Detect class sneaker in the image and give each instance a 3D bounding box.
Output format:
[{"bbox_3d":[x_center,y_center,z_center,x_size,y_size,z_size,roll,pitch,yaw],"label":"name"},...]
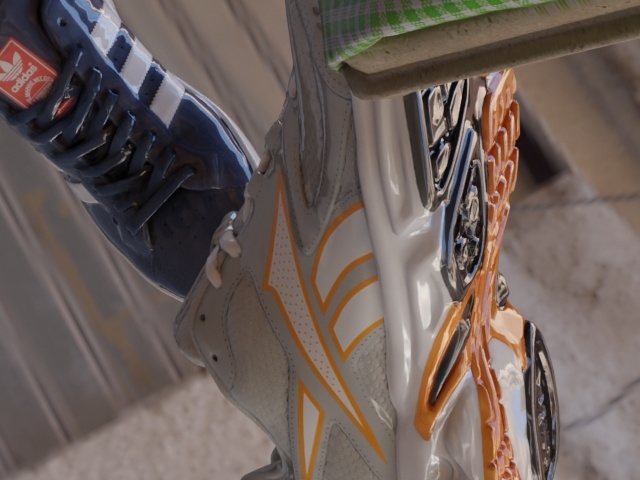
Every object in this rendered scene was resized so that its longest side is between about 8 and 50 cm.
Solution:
[{"bbox_3d":[-0.169,-0.094,1.220,0.350,0.131,0.148,49,16,19],"label":"sneaker"},{"bbox_3d":[0.000,0.000,0.573,0.099,0.121,0.262,-53,139,-55],"label":"sneaker"}]

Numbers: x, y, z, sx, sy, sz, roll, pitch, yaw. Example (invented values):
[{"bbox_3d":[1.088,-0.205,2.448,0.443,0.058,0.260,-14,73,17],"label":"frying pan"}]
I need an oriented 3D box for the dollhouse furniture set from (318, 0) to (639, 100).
[{"bbox_3d":[0.054,-0.147,0.286,0.301,0.151,0.198,-10,-99,46],"label":"dollhouse furniture set"}]
